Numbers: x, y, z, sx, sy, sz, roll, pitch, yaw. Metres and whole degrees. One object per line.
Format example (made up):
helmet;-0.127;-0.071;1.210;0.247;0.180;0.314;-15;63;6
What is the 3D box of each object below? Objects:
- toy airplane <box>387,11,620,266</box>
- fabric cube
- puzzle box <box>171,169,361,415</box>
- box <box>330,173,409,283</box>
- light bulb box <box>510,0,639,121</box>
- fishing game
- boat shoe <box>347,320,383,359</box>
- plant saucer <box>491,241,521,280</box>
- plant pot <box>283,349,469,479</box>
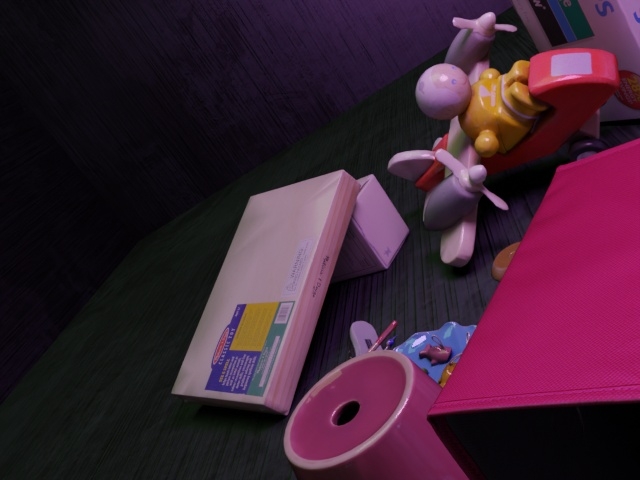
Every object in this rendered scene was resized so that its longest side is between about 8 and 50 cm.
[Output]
toy airplane;0.245;-0.188;1.075;0.384;0.272;0.386;-54;31;11
fabric cube;0.268;0.083;0.364;0.259;0.254;0.258;-22;20;47
puzzle box;-0.093;0.085;1.101;0.272;0.052;0.409;-9;54;48
box;0.000;0.000;1.265;0.311;0.148;0.121;-17;25;42
light bulb box;0.534;-0.440;1.063;0.361;0.358;0.225;-38;16;-11
fishing game;0.133;0.154;0.746;0.264;0.041;0.189;6;43;50
boat shoe;0.065;0.168;0.887;0.142;0.049;0.040;-100;21;-59
plant saucer;0.275;0.025;0.909;0.083;0.015;0.083;-31;18;11
plant pot;0.070;0.203;0.554;0.201;0.180;0.201;-31;19;12
